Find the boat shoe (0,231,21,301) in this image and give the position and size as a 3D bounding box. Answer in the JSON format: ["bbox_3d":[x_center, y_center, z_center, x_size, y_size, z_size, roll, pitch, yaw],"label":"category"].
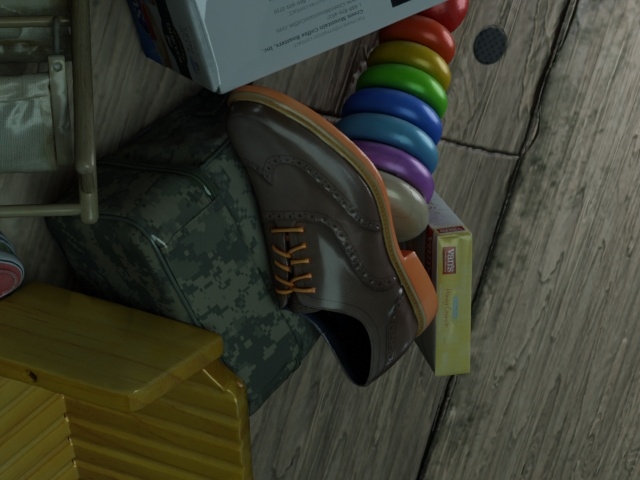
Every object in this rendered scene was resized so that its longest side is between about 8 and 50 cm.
[{"bbox_3d":[-0.451,0.010,1.578,0.302,0.094,0.109,5,105,-29],"label":"boat shoe"}]

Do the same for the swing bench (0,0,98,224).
[{"bbox_3d":[-0.346,-0.154,1.484,0.253,0.165,0.255,-2,72,-8],"label":"swing bench"}]

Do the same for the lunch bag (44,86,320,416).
[{"bbox_3d":[-0.115,0.010,1.688,0.256,0.212,0.305,-45,125,-30],"label":"lunch bag"}]

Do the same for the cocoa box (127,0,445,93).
[{"bbox_3d":[-0.028,-0.332,1.594,0.347,0.228,0.231,-25,115,-18],"label":"cocoa box"}]

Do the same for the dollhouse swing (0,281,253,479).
[{"bbox_3d":[-0.275,0.280,1.585,0.305,0.315,0.347,-57,155,-45],"label":"dollhouse swing"}]

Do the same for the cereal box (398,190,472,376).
[{"bbox_3d":[0.123,0.032,1.799,0.047,0.240,0.173,-5,110,-10],"label":"cereal box"}]

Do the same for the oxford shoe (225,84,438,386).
[{"bbox_3d":[0.000,0.000,1.583,0.133,0.130,0.364,-54,124,-30],"label":"oxford shoe"}]

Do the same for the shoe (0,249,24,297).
[{"bbox_3d":[-0.378,0.066,1.534,0.178,0.081,0.063,-13,128,-17],"label":"shoe"}]

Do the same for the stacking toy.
[{"bbox_3d":[0.089,-0.170,1.736,0.141,0.141,0.330,31,63,-32],"label":"stacking toy"}]
